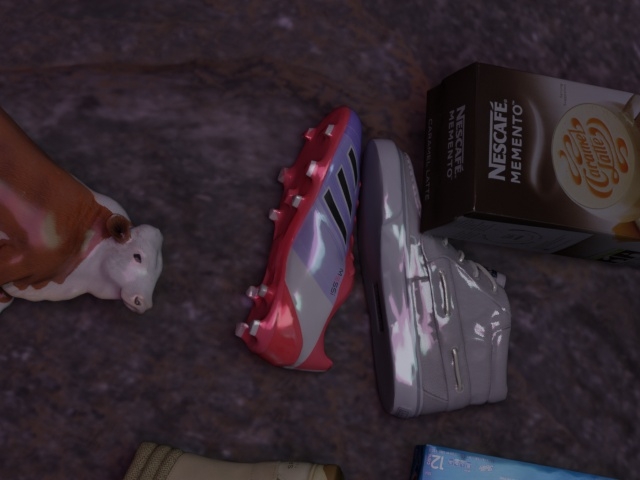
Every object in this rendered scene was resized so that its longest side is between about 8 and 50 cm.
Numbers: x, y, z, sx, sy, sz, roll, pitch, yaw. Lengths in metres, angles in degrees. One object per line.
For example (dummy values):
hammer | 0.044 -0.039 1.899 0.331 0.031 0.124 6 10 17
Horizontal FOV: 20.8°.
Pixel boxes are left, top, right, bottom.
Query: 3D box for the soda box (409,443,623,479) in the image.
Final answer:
soda box | 0.187 0.237 1.592 0.210 0.071 0.067 12 82 -3

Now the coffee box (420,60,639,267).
coffee box | 0.222 -0.064 1.585 0.246 0.098 0.141 8 76 -24

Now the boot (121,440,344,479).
boot | -0.098 0.308 1.516 0.203 0.095 0.262 7 71 13

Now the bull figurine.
bull figurine | -0.289 -0.021 1.574 0.188 0.101 0.310 -44 88 -7

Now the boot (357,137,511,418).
boot | 0.108 0.031 1.616 0.123 0.095 0.258 -5 89 -14

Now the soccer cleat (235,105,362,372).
soccer cleat | 0.000 0.000 1.615 0.095 0.083 0.248 23 79 -22
